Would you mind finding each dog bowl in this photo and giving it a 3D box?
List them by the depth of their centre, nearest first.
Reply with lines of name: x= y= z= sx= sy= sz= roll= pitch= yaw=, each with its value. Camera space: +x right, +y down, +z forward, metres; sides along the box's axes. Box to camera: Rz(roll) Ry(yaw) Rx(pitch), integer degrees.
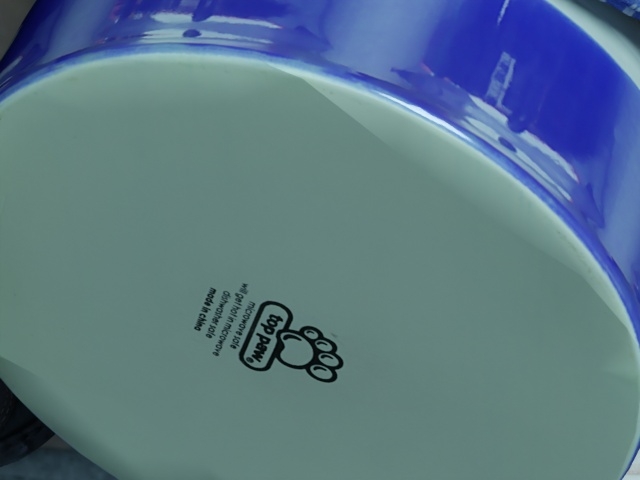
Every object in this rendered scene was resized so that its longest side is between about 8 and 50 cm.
dog bowl: x=0.000 y=0.000 z=0.696 sx=0.264 sy=0.104 sz=0.265 roll=13 pitch=138 yaw=12

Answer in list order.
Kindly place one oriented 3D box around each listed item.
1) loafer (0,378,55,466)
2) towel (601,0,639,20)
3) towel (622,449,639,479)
loafer: x=-0.202 y=-0.035 z=0.810 sx=0.095 sy=0.109 sz=0.303 roll=-33 pitch=100 yaw=-17
towel: x=0.087 y=-0.182 z=0.532 sx=0.336 sy=0.040 sz=0.243 roll=25 pitch=134 yaw=-13
towel: x=0.101 y=0.247 z=0.831 sx=0.317 sy=0.053 sz=0.332 roll=0 pitch=105 yaw=14
